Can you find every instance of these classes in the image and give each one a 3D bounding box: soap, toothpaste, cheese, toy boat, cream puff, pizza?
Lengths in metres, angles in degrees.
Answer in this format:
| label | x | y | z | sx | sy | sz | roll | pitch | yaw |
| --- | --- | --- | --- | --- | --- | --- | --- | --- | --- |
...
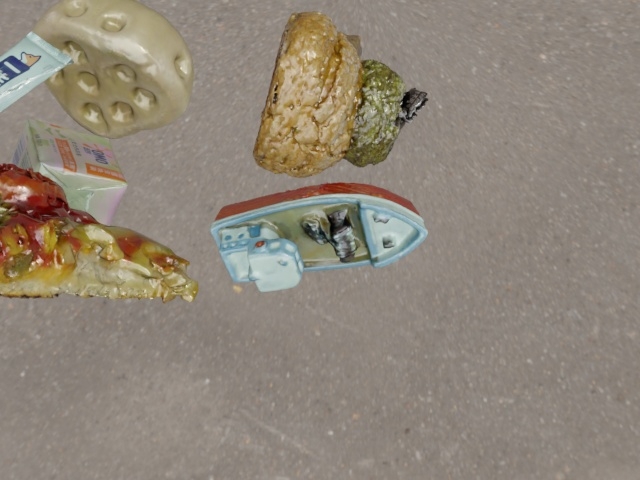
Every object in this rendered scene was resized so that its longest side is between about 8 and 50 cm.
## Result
| label | x | y | z | sx | sy | sz | roll | pitch | yaw |
| --- | --- | --- | --- | --- | --- | --- | --- | --- | --- |
| soap | -0.503 | -0.126 | 1.605 | 0.182 | 0.199 | 0.138 | 13 | 117 | -35 |
| toothpaste | -0.314 | -0.114 | 0.716 | 0.056 | 0.036 | 0.205 | 36 | 65 | 15 |
| cheese | -0.299 | -0.249 | 1.175 | 0.235 | 0.117 | 0.218 | 31 | 139 | -13 |
| toy boat | 0.000 | 0.000 | 1.256 | 0.332 | 0.133 | 0.145 | -9 | 130 | 10 |
| cream puff | 0.024 | -0.147 | 0.890 | 0.169 | 0.183 | 0.183 | 15 | 108 | -7 |
| pizza | -0.350 | -0.016 | 1.066 | 0.406 | 0.440 | 0.130 | 16 | 97 | -26 |

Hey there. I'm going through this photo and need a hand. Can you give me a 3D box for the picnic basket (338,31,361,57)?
| label | x | y | z | sx | sy | sz | roll | pitch | yaw |
| --- | --- | --- | --- | --- | --- | --- | --- | --- | --- |
| picnic basket | 0.034 | -0.285 | 1.410 | 0.055 | 0.193 | 0.110 | 6 | 127 | 10 |
